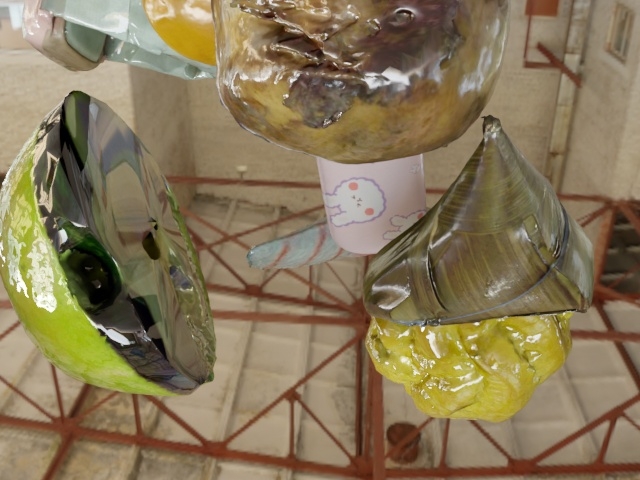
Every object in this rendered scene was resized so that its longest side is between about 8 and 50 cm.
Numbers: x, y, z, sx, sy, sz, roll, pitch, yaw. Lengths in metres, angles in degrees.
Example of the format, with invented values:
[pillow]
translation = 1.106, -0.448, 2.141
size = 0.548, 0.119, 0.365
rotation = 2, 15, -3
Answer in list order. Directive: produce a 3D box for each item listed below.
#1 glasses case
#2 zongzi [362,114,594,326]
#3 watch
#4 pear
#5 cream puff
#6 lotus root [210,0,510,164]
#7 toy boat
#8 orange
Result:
[glasses case]
translation = 0.048, -0.110, 0.768
size = 0.113, 0.297, 0.075
rotation = -10, -144, 2
[zongzi]
translation = 0.101, -0.002, 0.642
size = 0.220, 0.242, 0.112
rotation = -15, -124, 31
[watch]
translation = -0.248, -0.296, 1.014
size = 0.241, 0.162, 0.253
rotation = 14, -178, 2
[pear]
translation = -0.285, 0.030, 0.931
size = 0.165, 0.399, 0.399
rotation = -23, -152, 6
[cream puff]
translation = 0.171, 0.082, 1.012
size = 0.257, 0.291, 0.324
rotation = 35, -177, -37
[lotus root]
translation = 0.030, -0.189, 0.584
size = 0.272, 0.272, 0.192
rotation = -2, -176, -6
[toy boat]
translation = 0.000, 0.000, 1.079
size = 0.282, 0.206, 0.096
rotation = -22, -104, -35
[orange]
translation = -0.116, -0.261, 0.768
size = 0.159, 0.159, 0.136
rotation = 25, -154, 38
